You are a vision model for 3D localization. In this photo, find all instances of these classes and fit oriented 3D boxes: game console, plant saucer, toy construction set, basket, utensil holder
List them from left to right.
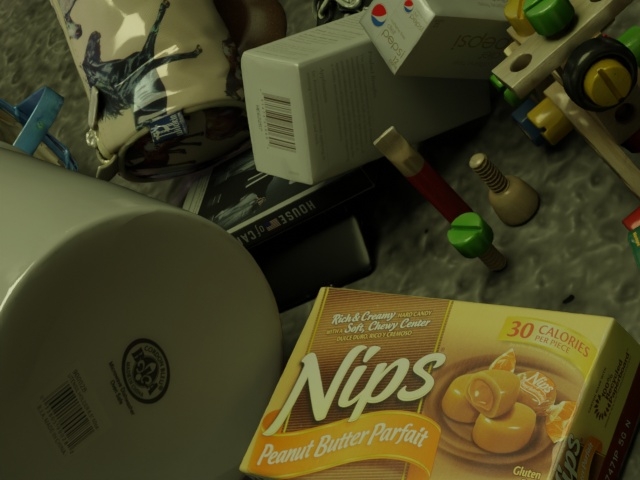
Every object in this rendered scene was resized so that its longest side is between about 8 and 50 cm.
[{"bbox_3d":[-0.382,-0.039,1.956,0.255,0.201,0.289,-60,22,-16],"label":"basket"},{"bbox_3d":[-0.261,0.086,1.647,0.385,0.327,0.328,15,69,51],"label":"utensil holder"},{"bbox_3d":[-0.128,-0.208,2.019,0.198,0.036,0.199,-24,45,25],"label":"plant saucer"},{"bbox_3d":[0.000,0.000,1.749,0.122,0.071,0.107,-23,15,26],"label":"game console"},{"bbox_3d":[0.182,-0.124,1.509,0.308,0.237,0.257,-26,44,24],"label":"toy construction set"}]

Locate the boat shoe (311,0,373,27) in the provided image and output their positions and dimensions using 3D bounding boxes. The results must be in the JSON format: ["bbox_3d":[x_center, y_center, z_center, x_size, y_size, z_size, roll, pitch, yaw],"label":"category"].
[{"bbox_3d":[0.038,-0.238,1.805,0.113,0.105,0.306,-8,45,47],"label":"boat shoe"}]

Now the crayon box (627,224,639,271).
[{"bbox_3d":[0.346,0.068,1.323,0.165,0.081,0.278,-32,42,19],"label":"crayon box"}]

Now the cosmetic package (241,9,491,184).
[{"bbox_3d":[0.046,-0.143,1.654,0.231,0.117,0.085,-23,27,-37],"label":"cosmetic package"}]

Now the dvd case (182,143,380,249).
[{"bbox_3d":[-0.041,-0.058,1.780,0.238,0.029,0.179,-27,25,24],"label":"dvd case"}]

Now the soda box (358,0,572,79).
[{"bbox_3d":[0.144,-0.190,1.605,0.074,0.216,0.069,-54,54,35],"label":"soda box"}]

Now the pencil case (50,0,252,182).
[{"bbox_3d":[-0.215,-0.262,1.888,0.410,0.183,0.160,66,150,14],"label":"pencil case"}]

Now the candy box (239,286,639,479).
[{"bbox_3d":[0.099,0.145,1.478,0.316,0.087,0.183,4,61,45],"label":"candy box"}]
